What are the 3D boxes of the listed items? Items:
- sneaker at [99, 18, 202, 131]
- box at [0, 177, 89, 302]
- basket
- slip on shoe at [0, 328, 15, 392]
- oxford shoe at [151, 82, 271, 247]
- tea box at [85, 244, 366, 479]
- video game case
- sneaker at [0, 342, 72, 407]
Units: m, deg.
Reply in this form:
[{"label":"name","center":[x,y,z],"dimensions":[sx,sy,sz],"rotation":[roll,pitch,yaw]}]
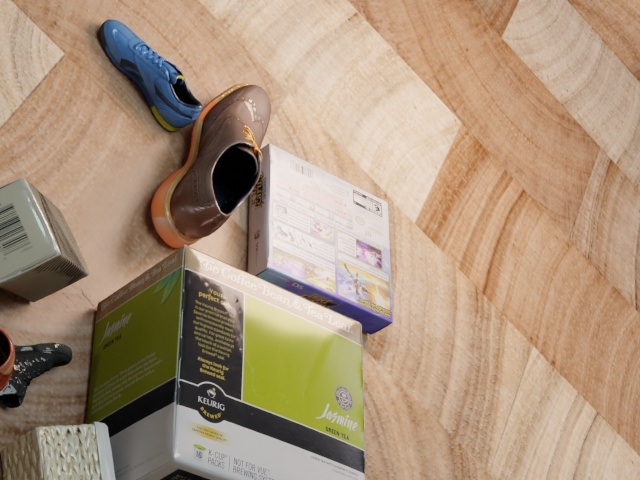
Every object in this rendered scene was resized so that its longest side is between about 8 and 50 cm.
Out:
[{"label":"sneaker","center":[-0.261,-0.273,2.366],"dimensions":[0.209,0.082,0.069],"rotation":[53,41,-4]},{"label":"box","center":[-0.376,0.004,1.929],"dimensions":[0.275,0.094,0.113],"rotation":[103,-39,-85]},{"label":"basket","center":[-0.326,0.321,1.884],"dimensions":[0.103,0.113,0.167],"rotation":[8,59,-41]},{"label":"slip on shoe","center":[-0.522,0.118,1.807],"dimensions":[0.331,0.101,0.123],"rotation":[15,56,-26]},{"label":"oxford shoe","center":[-0.132,-0.129,2.349],"dimensions":[0.130,0.132,0.364],"rotation":[51,40,-28]},{"label":"tea box","center":[-0.127,0.234,2.064],"dimensions":[0.329,0.220,0.324],"rotation":[26,50,-33]},{"label":"video game case","center":[0.000,0.000,2.473],"dimensions":[0.269,0.061,0.244],"rotation":[25,48,-33]},{"label":"sneaker","center":[-0.397,0.180,1.955],"dimensions":[0.170,0.051,0.089],"rotation":[6,61,-38]}]
